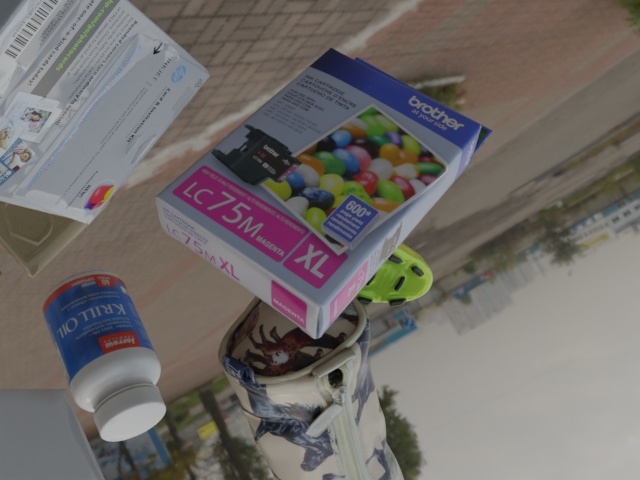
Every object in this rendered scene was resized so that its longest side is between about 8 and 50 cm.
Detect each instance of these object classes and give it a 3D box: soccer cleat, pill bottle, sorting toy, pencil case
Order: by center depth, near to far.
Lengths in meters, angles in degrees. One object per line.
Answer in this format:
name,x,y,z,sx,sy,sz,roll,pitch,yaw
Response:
pencil case,0.019,0.252,0.830,0.160,0.410,0.183,-20,-154,-6
soccer cleat,0.000,-0.001,0.903,0.121,0.289,0.093,-86,-167,-57
pill bottle,-0.296,0.160,1.029,0.124,0.221,0.124,-25,149,-16
sorting toy,-0.449,-0.061,1.043,0.041,0.229,0.307,-18,-154,33

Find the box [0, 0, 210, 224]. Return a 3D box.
box,-0.158,-0.086,0.452,0.145,0.038,0.186,-50,164,4

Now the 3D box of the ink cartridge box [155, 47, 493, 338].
ink cartridge box,0.019,-0.074,0.703,0.311,0.186,0.065,-45,157,-31

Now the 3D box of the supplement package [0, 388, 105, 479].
supplement package,-0.322,0.269,0.679,0.134,0.139,0.244,12,120,-47
